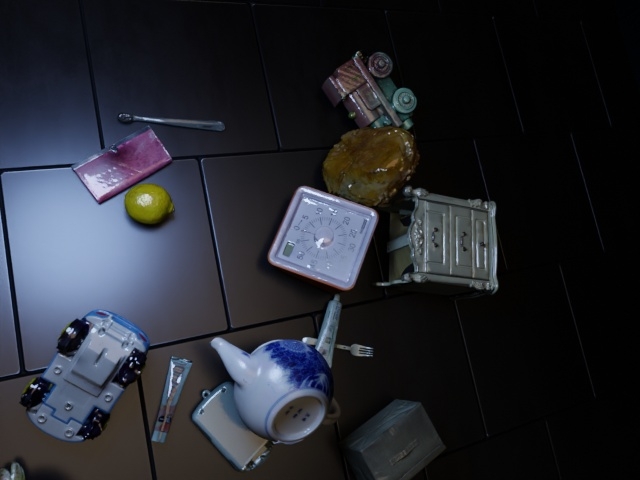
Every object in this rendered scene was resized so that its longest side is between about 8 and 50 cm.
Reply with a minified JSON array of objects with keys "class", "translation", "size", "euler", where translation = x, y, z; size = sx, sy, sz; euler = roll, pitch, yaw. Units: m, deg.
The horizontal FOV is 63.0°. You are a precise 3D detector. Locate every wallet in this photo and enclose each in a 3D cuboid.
[{"class":"wallet","translation":[-0.526,-0.205,1.399],"size":[0.232,0.025,0.119],"euler":[-37,94,-24]}]

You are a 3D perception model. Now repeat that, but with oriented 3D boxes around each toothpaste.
[{"class":"toothpaste","translation":[-0.379,0.401,1.321],"size":[0.056,0.036,0.205],"euler":[18,68,-16]},{"class":"toothpaste","translation":[0.025,0.256,1.506],"size":[0.064,0.041,0.218],"euler":[21,64,-12]}]

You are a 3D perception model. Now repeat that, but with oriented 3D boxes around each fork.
[{"class":"fork","translation":[0.049,0.312,1.528],"size":[0.219,0.028,0.034],"euler":[12,81,-16]}]

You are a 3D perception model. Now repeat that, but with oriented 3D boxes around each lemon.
[{"class":"lemon","translation":[-0.446,-0.096,1.362],"size":[0.133,0.109,0.109],"euler":[14,73,-12]}]

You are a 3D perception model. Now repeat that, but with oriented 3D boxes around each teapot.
[{"class":"teapot","translation":[-0.101,0.360,1.334],"size":[0.424,0.280,0.252],"euler":[35,96,-34]}]

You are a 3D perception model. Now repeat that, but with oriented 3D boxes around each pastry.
[{"class":"pastry","translation":[0.155,-0.217,1.559],"size":[0.255,0.310,0.162],"euler":[-55,131,-15]}]

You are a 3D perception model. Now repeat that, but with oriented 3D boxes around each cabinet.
[{"class":"cabinet","translation":[0.346,0.016,1.603],"size":[0.317,0.227,0.290],"euler":[9,76,-21]}]

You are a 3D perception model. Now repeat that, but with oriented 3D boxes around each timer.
[{"class":"timer","translation":[0.000,0.000,1.504],"size":[0.249,0.161,0.258],"euler":[25,70,-8]}]

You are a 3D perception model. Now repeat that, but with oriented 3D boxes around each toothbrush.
[{"class":"toothbrush","translation":[-0.415,-0.335,1.473],"size":[0.297,0.030,0.030],"euler":[0,104,-24]}]

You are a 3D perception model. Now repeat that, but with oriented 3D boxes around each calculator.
[{"class":"calculator","translation":[-0.223,0.483,1.359],"size":[0.141,0.045,0.246],"euler":[-43,96,-25]}]

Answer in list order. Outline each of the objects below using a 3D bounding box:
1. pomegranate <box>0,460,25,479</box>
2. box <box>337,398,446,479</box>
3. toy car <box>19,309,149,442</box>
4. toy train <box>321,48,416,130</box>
[{"class":"pomegranate","translation":[-0.635,0.592,1.101],"size":[0.202,0.202,0.248],"euler":[-28,60,-25]},{"class":"box","translation":[0.199,0.573,1.456],"size":[0.231,0.155,0.149],"euler":[-29,90,-24]},{"class":"toy car","translation":[-0.536,0.310,1.211],"size":[0.198,0.166,0.314],"euler":[33,97,-11]},{"class":"toy train","translation":[0.165,-0.457,1.689],"size":[0.221,0.150,0.304],"euler":[-37,95,-15]}]
